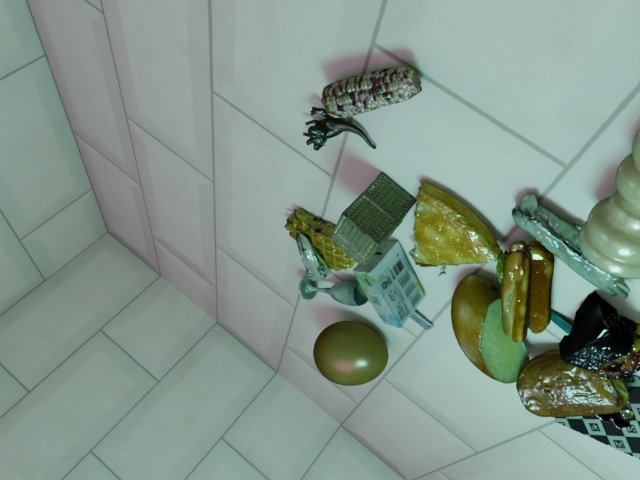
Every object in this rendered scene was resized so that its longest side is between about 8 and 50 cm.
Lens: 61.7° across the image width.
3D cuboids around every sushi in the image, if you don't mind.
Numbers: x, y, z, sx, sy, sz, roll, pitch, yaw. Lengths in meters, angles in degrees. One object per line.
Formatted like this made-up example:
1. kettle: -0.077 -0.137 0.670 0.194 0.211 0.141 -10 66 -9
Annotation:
1. sushi: 0.679 0.245 1.259 0.150 0.153 0.172 21 125 4
2. sushi: 0.800 0.447 1.466 0.290 0.050 0.264 15 121 43

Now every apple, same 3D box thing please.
1. apple: 0.474 0.262 1.518 0.179 0.254 0.346 -18 122 22

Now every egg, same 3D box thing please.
1. egg: 0.118 0.443 2.098 0.322 0.250 0.250 -1 128 45

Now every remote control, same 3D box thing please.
1. remote control: 0.308 0.241 1.834 0.184 0.027 0.050 38 152 0

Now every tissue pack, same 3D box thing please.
1. tissue pack: 0.200 0.132 1.684 0.145 0.159 0.229 2 131 51

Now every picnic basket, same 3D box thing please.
1. picnic basket: 0.142 -0.055 1.477 0.134 0.196 0.154 40 151 6

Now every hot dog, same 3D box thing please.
1. hot dog: 0.677 0.390 1.437 0.272 0.122 0.196 -26 92 41
2. hot dog: 0.506 0.119 1.332 0.100 0.135 0.337 -120 8 -50

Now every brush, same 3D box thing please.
1. brush: 0.664 0.235 1.383 0.193 0.032 0.043 43 157 26

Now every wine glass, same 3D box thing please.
1. wine glass: -0.016 0.195 1.960 0.309 0.264 0.096 1 94 51

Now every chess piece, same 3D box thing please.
1. chess piece: 0.584 -0.089 0.941 0.167 0.167 0.299 28 141 26

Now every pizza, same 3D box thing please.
1. pizza: 0.316 -0.015 1.441 0.280 0.075 0.287 48 149 3

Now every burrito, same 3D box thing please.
1. burrito: 0.557 0.015 1.186 0.309 0.066 0.096 40 156 7

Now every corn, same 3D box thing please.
1. corn: 0.114 -0.349 1.248 0.280 0.092 0.092 -2 128 46

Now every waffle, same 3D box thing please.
1. waffle: 0.000 0.001 1.863 0.283 0.065 0.309 50 149 -12

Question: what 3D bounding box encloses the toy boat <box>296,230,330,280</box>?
1. toy boat: -0.037 0.055 1.862 0.084 0.066 0.210 -14 117 21

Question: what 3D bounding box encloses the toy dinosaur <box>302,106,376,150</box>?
1. toy dinosaur: 0.047 -0.296 1.465 0.179 0.087 0.187 12 175 -17
